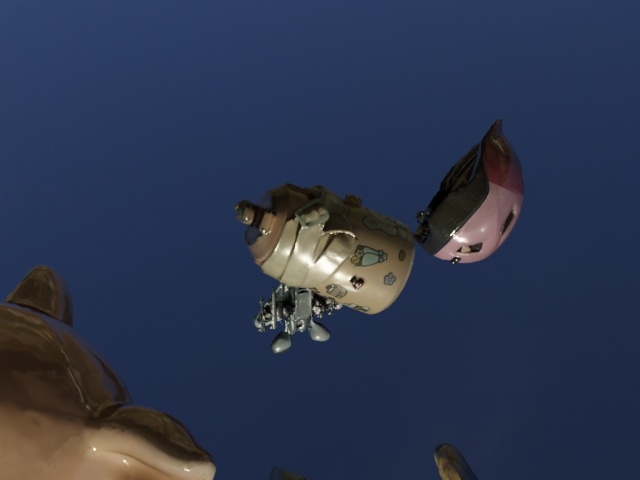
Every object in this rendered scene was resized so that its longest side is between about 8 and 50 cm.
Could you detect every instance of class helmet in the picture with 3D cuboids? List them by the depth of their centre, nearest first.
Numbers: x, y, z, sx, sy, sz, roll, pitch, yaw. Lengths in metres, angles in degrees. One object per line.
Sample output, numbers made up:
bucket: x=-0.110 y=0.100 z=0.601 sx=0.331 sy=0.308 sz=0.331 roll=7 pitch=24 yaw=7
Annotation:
helmet: x=0.271 y=-0.065 z=1.747 sx=0.154 sy=0.198 sz=0.253 roll=44 pitch=-113 yaw=4

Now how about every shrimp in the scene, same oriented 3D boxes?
shrimp: x=0.156 y=0.276 z=0.899 sx=0.051 sy=0.150 sz=0.217 roll=-28 pitch=-106 yaw=-2

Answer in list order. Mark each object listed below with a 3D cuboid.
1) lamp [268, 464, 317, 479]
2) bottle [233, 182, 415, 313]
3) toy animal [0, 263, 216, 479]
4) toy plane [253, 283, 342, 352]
lamp: x=-0.087 y=0.387 z=1.499 sx=0.215 sy=0.121 sz=0.121 roll=13 pitch=-135 yaw=-15
bottle: x=-0.001 y=0.001 z=0.895 sx=0.099 sy=0.152 sz=0.099 roll=-47 pitch=-150 yaw=38
toy animal: x=-0.178 y=0.179 z=0.621 sx=0.269 sy=0.326 sz=0.237 roll=-55 pitch=-139 yaw=1
toy plane: x=-0.034 y=0.077 z=1.754 sx=0.169 sy=0.246 sz=0.078 roll=-11 pitch=-142 yaw=-21
